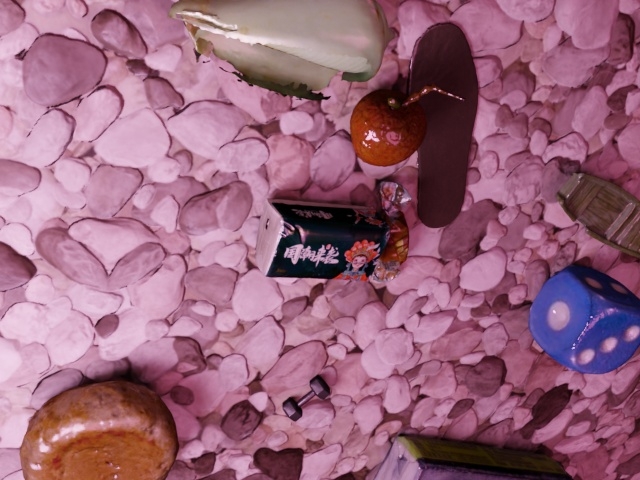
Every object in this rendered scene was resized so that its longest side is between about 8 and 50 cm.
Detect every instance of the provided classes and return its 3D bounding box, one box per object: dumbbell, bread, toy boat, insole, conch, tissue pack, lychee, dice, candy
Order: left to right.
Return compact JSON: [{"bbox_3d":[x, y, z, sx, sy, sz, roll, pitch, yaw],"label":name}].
[{"bbox_3d":[-0.321,0.294,1.195,0.230,0.123,0.230,-10,128,-13],"label":"bread"},{"bbox_3d":[-0.037,-0.235,0.981,0.250,0.143,0.137,-15,84,2],"label":"conch"},{"bbox_3d":[-0.024,0.260,1.350,0.083,0.036,0.040,-39,129,4],"label":"dumbbell"},{"bbox_3d":[-0.001,0.000,1.160,0.170,0.090,0.103,4,122,-24],"label":"tissue pack"},{"bbox_3d":[0.108,-0.005,1.231,0.053,0.046,0.182,-11,126,-14],"label":"candy"},{"bbox_3d":[0.097,-0.159,1.092,0.114,0.101,0.140,17,114,-20],"label":"lychee"},{"bbox_3d":[0.177,-0.156,1.189,0.111,0.007,0.328,-14,125,-13],"label":"insole"},{"bbox_3d":[0.267,0.532,1.582,0.394,0.124,0.288,15,106,-29],"label":"tissue pack"},{"bbox_3d":[0.457,0.134,1.408,0.146,0.143,0.146,12,116,-24],"label":"dice"},{"bbox_3d":[0.487,-0.038,1.364,0.293,0.055,0.093,25,108,-32],"label":"toy boat"}]
